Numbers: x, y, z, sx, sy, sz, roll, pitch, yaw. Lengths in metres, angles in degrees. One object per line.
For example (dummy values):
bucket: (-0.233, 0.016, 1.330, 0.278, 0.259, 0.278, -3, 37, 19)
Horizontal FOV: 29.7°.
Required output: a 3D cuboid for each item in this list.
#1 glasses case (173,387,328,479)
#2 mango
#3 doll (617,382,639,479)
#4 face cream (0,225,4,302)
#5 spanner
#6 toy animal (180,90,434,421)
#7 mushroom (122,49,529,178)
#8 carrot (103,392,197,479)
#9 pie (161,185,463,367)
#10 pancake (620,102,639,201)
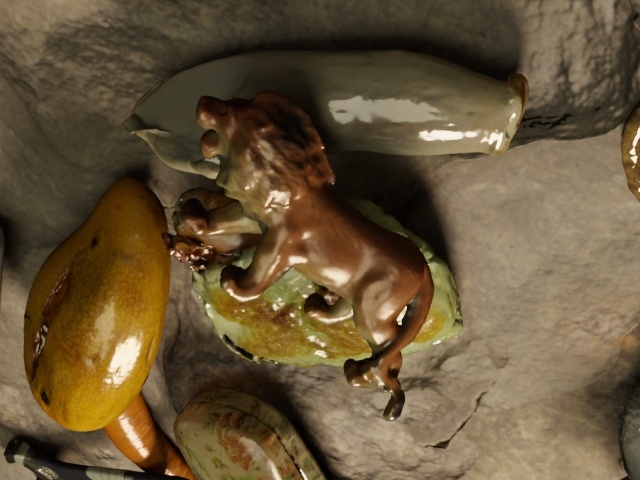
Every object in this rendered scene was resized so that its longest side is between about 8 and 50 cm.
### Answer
glasses case: (-0.032, 0.341, 1.408, 0.156, 0.098, 0.425, 0, 128, 40)
mango: (-0.233, 0.075, 1.235, 0.120, 0.177, 0.295, -4, 135, -28)
doll: (0.388, 0.239, 1.173, 0.246, 0.158, 0.340, 29, 103, 3)
face cream: (-0.408, 0.082, 1.343, 0.101, 0.101, 0.251, 20, 131, 4)
spanner: (-0.266, 0.289, 1.472, 0.316, 0.024, 0.087, 0, 136, 34)
toy animal: (0.000, 0.000, 1.015, 0.312, 0.097, 0.157, 39, 115, -17)
mushroom: (0.003, -0.112, 1.045, 0.351, 0.097, 0.109, -2, 124, 18)
carrot: (-0.202, 0.243, 1.431, 0.062, 0.066, 0.271, 35, 157, 55)
pie: (-0.002, 0.047, 1.178, 0.274, 0.105, 0.257, 3, 138, 18)
pancake: (0.349, -0.064, 1.004, 0.199, 0.021, 0.199, 11, 131, 13)
